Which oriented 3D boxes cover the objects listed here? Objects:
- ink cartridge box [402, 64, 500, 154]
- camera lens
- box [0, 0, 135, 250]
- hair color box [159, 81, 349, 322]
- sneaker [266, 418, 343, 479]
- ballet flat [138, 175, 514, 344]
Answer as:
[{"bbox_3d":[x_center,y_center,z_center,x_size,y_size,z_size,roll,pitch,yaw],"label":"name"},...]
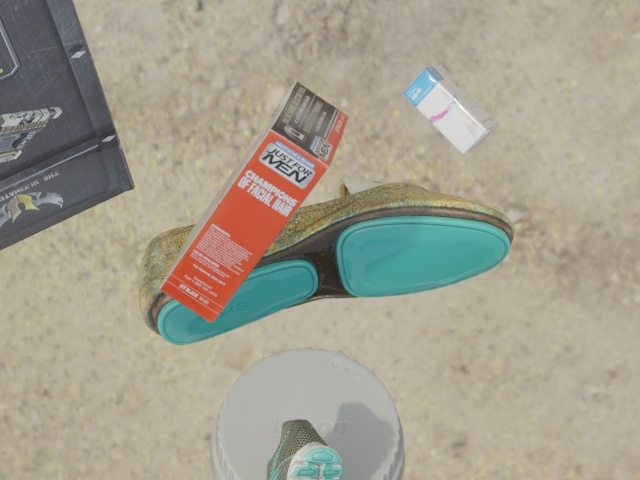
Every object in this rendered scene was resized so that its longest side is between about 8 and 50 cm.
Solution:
[{"bbox_3d":[0.182,-0.181,1.648,0.052,0.122,0.088,-48,172,22],"label":"ink cartridge box"},{"bbox_3d":[-0.017,0.277,1.388,0.219,0.219,0.274,-10,146,-9],"label":"camera lens"},{"bbox_3d":[-0.193,-0.034,0.426,0.231,0.056,0.183,-27,156,-11],"label":"box"},{"bbox_3d":[-0.050,-0.028,0.900,0.053,0.093,0.167,32,121,-7],"label":"hair color box"},{"bbox_3d":[-0.025,0.237,1.122,0.065,0.076,0.166,3,123,-26],"label":"sneaker"},{"bbox_3d":[0.000,0.000,1.102,0.348,0.123,0.123,-14,135,-5],"label":"ballet flat"}]
